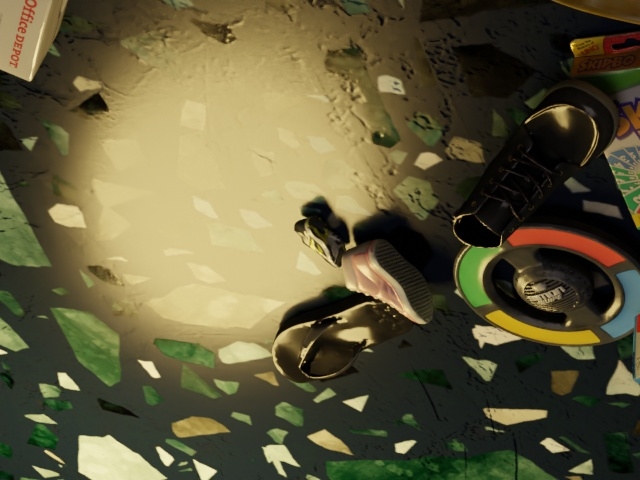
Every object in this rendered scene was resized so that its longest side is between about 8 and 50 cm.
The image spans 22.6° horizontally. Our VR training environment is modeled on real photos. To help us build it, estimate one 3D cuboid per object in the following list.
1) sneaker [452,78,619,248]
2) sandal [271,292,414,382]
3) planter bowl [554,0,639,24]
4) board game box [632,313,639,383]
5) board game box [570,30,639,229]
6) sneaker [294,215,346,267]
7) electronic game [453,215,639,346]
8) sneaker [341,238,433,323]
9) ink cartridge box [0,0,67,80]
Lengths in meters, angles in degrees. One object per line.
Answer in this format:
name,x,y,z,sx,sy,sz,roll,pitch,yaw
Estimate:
sneaker,0.213,-0.066,1.582,0.083,0.118,0.222,37,151,1
sandal,0.017,0.126,2.011,0.097,0.054,0.254,32,142,-19
planter bowl,0.286,-0.241,1.341,0.217,0.090,0.217,12,180,0
board game box,0.546,0.109,1.705,0.308,0.086,0.302,22,144,-18
board game box,0.339,-0.107,1.582,0.124,0.039,0.259,-5,136,28
sneaker,0.000,0.000,1.876,0.035,0.031,0.083,2,140,43
electronic game,0.263,0.049,1.808,0.229,0.048,0.229,12,144,9
sneaker,0.076,0.051,1.890,0.070,0.051,0.134,-13,131,38
ink cartridge box,-0.360,-0.268,1.618,0.203,0.086,0.148,22,144,-5
